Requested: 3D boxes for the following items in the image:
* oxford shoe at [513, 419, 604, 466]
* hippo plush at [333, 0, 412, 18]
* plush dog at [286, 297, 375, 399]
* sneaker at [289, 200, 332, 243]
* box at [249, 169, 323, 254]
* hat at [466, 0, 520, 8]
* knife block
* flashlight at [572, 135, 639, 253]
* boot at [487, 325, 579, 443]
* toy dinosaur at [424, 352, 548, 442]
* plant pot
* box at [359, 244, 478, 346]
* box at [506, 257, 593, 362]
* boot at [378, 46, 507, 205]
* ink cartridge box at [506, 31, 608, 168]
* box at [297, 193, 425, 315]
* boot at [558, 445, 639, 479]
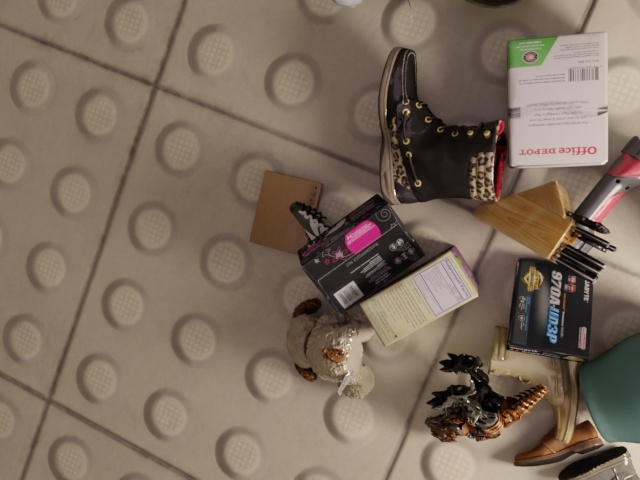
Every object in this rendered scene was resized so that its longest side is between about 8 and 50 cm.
[{"bbox_3d":[0.560,0.490,1.509,0.212,0.076,0.076,-26,56,16],"label":"oxford shoe"},{"bbox_3d":[0.140,-0.638,1.517,0.237,0.234,0.293,-6,75,45],"label":"hippo plush"},{"bbox_3d":[0.005,0.268,1.592,0.226,0.211,0.262,6,93,41],"label":"plush dog"},{"bbox_3d":[0.000,0.000,1.610,0.234,0.078,0.106,39,106,-2],"label":"sneaker"},{"bbox_3d":[-0.092,-0.073,1.671,0.165,0.021,0.201,15,97,14],"label":"box"},{"bbox_3d":[0.393,-0.653,1.456,0.332,0.134,0.331,-3,74,10],"label":"hat"},{"bbox_3d":[0.503,0.003,1.411,0.276,0.088,0.241,-18,68,32],"label":"knife block"},{"bbox_3d":[0.659,-0.087,1.435,0.103,0.103,0.304,44,108,36],"label":"flashlight"},{"bbox_3d":[0.499,0.335,1.484,0.204,0.095,0.261,2,83,14],"label":"boot"},{"bbox_3d":[0.375,0.382,1.481,0.322,0.164,0.218,-38,105,19],"label":"toy dinosaur"},{"bbox_3d":[0.719,0.325,1.361,0.255,0.272,0.271,-24,86,29],"label":"plant pot"},{"bbox_3d":[0.240,0.125,1.491,0.243,0.213,0.117,-31,85,14],"label":"box"},{"bbox_3d":[0.531,0.159,1.451,0.175,0.051,0.220,8,66,15],"label":"box"},{"bbox_3d":[0.284,-0.262,1.470,0.285,0.138,0.376,6,98,29],"label":"boot"},{"bbox_3d":[0.536,-0.309,1.439,0.211,0.121,0.288,0,93,15],"label":"ink cartridge box"},{"bbox_3d":[0.093,0.031,1.501,0.247,0.142,0.163,-36,106,5],"label":"box"},{"bbox_3d":[0.690,0.610,1.475,0.190,0.076,0.208,-26,93,17],"label":"boot"}]
